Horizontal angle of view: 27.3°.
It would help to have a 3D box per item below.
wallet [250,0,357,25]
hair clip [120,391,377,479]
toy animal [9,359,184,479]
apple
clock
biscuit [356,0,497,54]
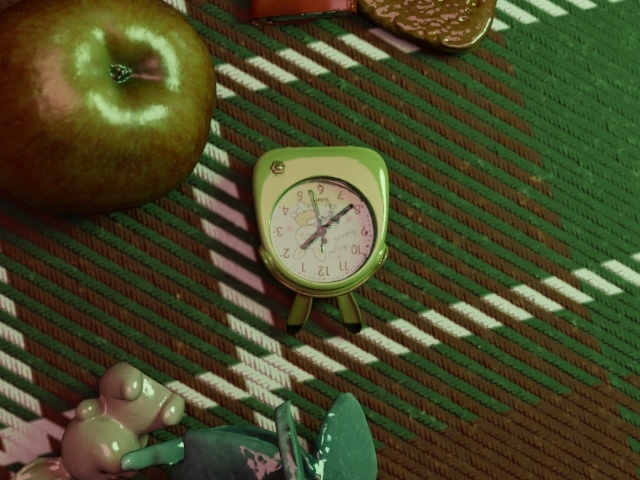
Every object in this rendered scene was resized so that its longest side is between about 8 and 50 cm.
[{"bbox_3d":[-0.022,-0.381,1.690,0.142,0.045,0.205,-2,82,14],"label":"wallet"},{"bbox_3d":[-0.058,0.349,1.471,0.238,0.392,0.319,-16,83,18],"label":"hair clip"},{"bbox_3d":[-0.256,0.248,1.546,0.124,0.124,0.212,36,85,0],"label":"toy animal"},{"bbox_3d":[-0.269,-0.169,1.541,0.309,0.250,0.277,-32,85,-13],"label":"apple"},{"bbox_3d":[0.000,0.000,1.634,0.170,0.069,0.232,0,82,-7],"label":"clock"},{"bbox_3d":[0.123,-0.393,1.722,0.262,0.052,0.277,15,80,1],"label":"biscuit"}]
